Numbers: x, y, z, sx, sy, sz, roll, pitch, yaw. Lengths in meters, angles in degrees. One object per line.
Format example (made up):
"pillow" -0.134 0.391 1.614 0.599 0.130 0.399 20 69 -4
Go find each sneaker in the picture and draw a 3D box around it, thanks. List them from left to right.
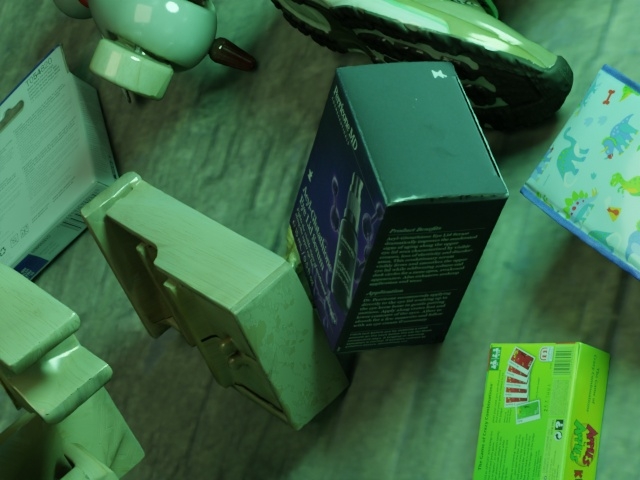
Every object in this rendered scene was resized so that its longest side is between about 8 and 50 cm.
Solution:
"sneaker" 0.093 -0.244 1.597 0.182 0.158 0.410 -50 48 -6

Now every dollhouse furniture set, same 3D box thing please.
"dollhouse furniture set" -0.217 0.152 1.580 0.394 0.362 0.256 -40 40 -19

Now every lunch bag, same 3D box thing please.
"lunch bag" 0.251 -0.046 1.373 0.128 0.096 0.151 -59 33 10

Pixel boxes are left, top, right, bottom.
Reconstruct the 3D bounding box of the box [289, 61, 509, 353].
"box" 0.060 -0.027 1.488 0.207 0.108 0.153 107 152 -48

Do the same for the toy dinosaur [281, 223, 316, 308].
"toy dinosaur" 0.000 0.000 1.644 0.183 0.053 0.092 -44 46 25

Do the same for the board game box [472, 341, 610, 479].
"board game box" 0.170 0.174 1.405 0.092 0.043 0.181 -5 71 45

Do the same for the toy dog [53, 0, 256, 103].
"toy dog" -0.171 -0.240 1.879 0.220 0.161 0.333 -52 30 21

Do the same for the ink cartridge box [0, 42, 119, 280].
"ink cartridge box" -0.327 -0.075 2.014 0.223 0.045 0.224 -41 48 27
